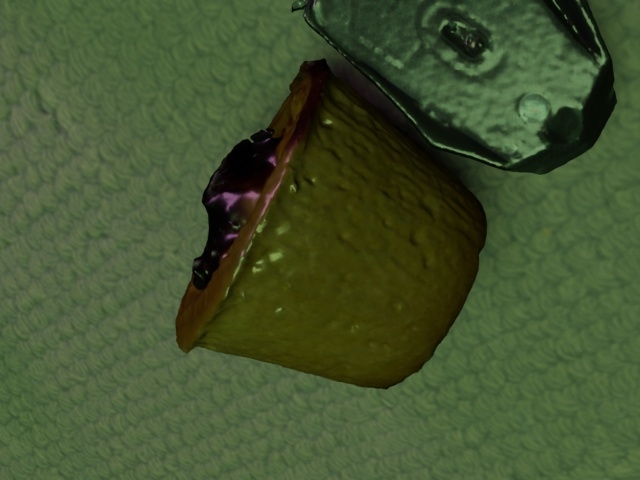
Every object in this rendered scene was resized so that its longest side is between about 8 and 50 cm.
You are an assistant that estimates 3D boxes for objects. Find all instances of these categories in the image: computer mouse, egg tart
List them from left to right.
[{"bbox_3d":[0.000,0.000,0.519,0.170,0.215,0.215,28,122,-12],"label":"egg tart"},{"bbox_3d":[0.084,-0.136,0.489,0.231,0.071,0.126,42,109,6],"label":"computer mouse"}]
